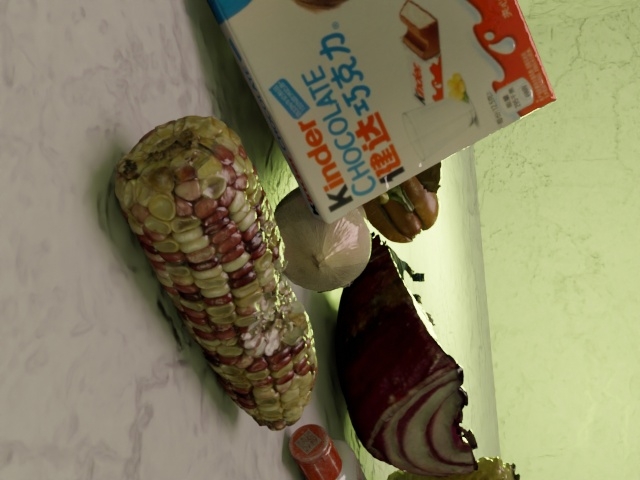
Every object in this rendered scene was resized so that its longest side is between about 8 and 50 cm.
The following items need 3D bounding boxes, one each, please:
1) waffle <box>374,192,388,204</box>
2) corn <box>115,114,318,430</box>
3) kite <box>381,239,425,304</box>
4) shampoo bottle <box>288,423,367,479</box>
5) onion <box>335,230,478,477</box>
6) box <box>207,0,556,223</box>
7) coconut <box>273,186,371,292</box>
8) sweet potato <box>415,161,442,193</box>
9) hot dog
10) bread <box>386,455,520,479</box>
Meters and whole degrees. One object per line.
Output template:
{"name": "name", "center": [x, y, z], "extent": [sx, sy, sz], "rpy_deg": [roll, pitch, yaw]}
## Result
{"name": "waffle", "center": [0.006, -0.116, 0.896], "extent": [0.191, 0.038, 0.191], "rpy_deg": [45, 10, -11]}
{"name": "corn", "center": [-0.063, 0.038, 0.627], "extent": [0.098, 0.098, 0.289], "rpy_deg": [-80, 157, -47]}
{"name": "kite", "center": [0.134, 0.096, 1.263], "extent": [0.310, 0.015, 0.169], "rpy_deg": [-123, -159, -82]}
{"name": "shampoo bottle", "center": [0.019, 0.269, 0.886], "extent": [0.108, 0.051, 0.220], "rpy_deg": [-81, 157, -43]}
{"name": "onion", "center": [0.082, 0.151, 1.040], "extent": [0.280, 0.146, 0.314], "rpy_deg": [62, -1, 45]}
{"name": "box", "center": [0.055, -0.194, 0.773], "extent": [0.273, 0.265, 0.048], "rpy_deg": [63, -10, -15]}
{"name": "coconut", "center": [0.000, 0.000, 0.853], "extent": [0.124, 0.110, 0.110], "rpy_deg": [-79, 157, -66]}
{"name": "sweet potato", "center": [0.041, -0.212, 0.872], "extent": [0.369, 0.158, 0.158], "rpy_deg": [47, 27, -13]}
{"name": "hot dog", "center": [0.055, -0.110, 1.012], "extent": [0.249, 0.100, 0.068], "rpy_deg": [60, 19, 7]}
{"name": "bread", "center": [0.155, 0.409, 1.097], "extent": [0.262, 0.163, 0.204], "rpy_deg": [119, -21, -45]}
